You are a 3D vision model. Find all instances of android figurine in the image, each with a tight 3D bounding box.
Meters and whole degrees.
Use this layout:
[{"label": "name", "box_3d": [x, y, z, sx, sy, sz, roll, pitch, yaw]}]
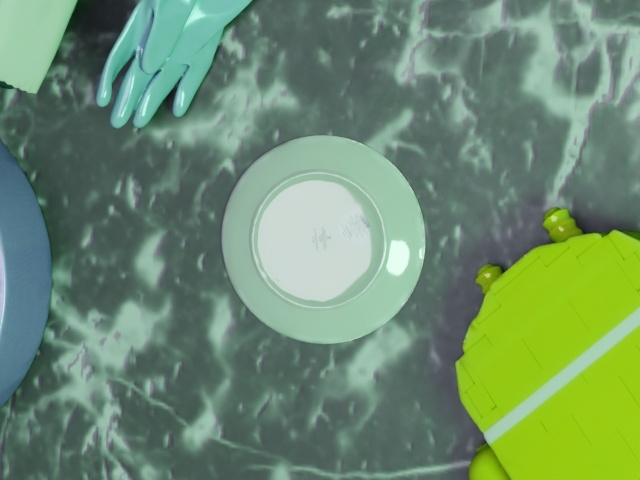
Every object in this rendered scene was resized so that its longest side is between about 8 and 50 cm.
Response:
[{"label": "android figurine", "box_3d": [0.190, 0.107, 1.188, 0.248, 0.056, 0.273, -45, 64, 26]}]

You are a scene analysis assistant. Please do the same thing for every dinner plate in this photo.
[{"label": "dinner plate", "box_3d": [0.000, 0.000, 1.279, 0.141, 0.017, 0.141, 1, 94, 11]}]

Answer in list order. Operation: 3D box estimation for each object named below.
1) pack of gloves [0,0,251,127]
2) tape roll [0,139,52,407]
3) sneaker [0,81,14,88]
[{"label": "pack of gloves", "box_3d": [-0.119, -0.192, 1.230, 0.232, 0.195, 0.046, -56, 45, 9]}, {"label": "tape roll", "box_3d": [-0.329, 0.024, 1.318, 0.275, 0.090, 0.275, 1, 95, 13]}, {"label": "sneaker", "box_3d": [-0.210, -0.181, 1.282, 0.094, 0.153, 0.235, 37, 63, 7]}]
